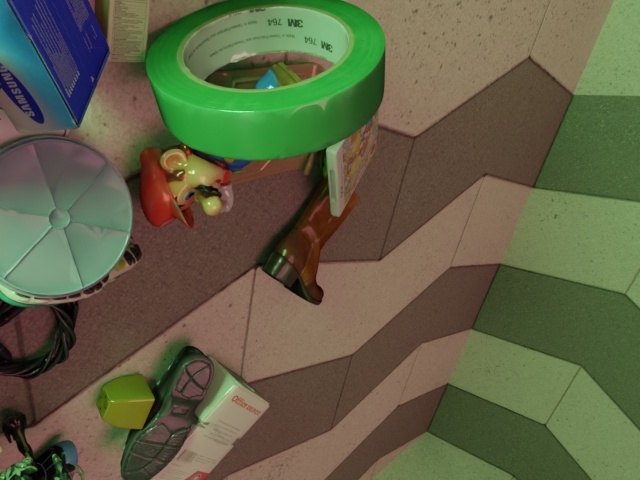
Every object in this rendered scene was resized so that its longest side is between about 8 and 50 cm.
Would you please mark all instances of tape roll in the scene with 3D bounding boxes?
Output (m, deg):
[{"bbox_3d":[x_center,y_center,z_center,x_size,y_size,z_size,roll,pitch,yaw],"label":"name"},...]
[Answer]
[{"bbox_3d":[-0.071,-0.239,0.776,0.321,0.321,0.077,-37,143,-26],"label":"tape roll"}]

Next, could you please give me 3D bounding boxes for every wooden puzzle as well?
[{"bbox_3d":[-0.109,-0.212,1.023,0.239,0.044,0.221,-17,133,-38],"label":"wooden puzzle"}]

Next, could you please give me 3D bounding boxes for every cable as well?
[{"bbox_3d":[-0.467,0.154,0.890,0.150,0.047,0.184,-5,124,-50],"label":"cable"}]

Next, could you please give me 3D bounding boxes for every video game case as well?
[{"bbox_3d":[0.073,-0.196,1.189,0.206,0.026,0.227,84,29,-56],"label":"video game case"}]

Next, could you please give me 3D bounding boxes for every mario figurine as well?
[{"bbox_3d":[-0.140,-0.123,0.894,0.320,0.170,0.198,-40,134,-3],"label":"mario figurine"}]

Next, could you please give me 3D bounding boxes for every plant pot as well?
[{"bbox_3d":[-0.394,0.323,1.115,0.083,0.081,0.081,11,111,-43],"label":"plant pot"}]

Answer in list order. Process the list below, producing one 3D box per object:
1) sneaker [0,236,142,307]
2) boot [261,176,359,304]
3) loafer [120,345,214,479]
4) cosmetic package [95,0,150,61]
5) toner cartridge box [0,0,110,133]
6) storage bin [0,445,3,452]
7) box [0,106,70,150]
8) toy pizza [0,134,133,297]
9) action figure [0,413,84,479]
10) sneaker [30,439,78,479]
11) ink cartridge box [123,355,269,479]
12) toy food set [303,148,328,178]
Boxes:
[{"bbox_3d":[-0.362,0.053,0.814,0.110,0.107,0.275,-40,177,13],"label":"sneaker"},{"bbox_3d":[0.000,0.000,1.345,0.280,0.096,0.264,-57,141,-9],"label":"boot"},{"bbox_3d":[-0.328,0.366,1.194,0.109,0.095,0.302,31,88,-32],"label":"loafer"},{"bbox_3d":[-0.262,-0.298,0.738,0.060,0.041,0.115,-14,130,-45],"label":"cosmetic package"},{"bbox_3d":[-0.324,-0.293,0.545,0.075,0.165,0.348,-5,139,5],"label":"toner cartridge box"},{"bbox_3d":[-0.603,0.237,0.722,0.262,0.123,0.260,-27,139,-35],"label":"storage bin"},{"bbox_3d":[-0.450,-0.053,0.680,0.169,0.087,0.290,14,108,-57],"label":"box"},{"bbox_3d":[-0.331,-0.029,0.697,0.201,0.032,0.201,-8,101,-45],"label":"toy pizza"},{"bbox_3d":[-0.470,0.411,0.910,0.164,0.276,0.141,-33,141,-30],"label":"action figure"},{"bbox_3d":[-0.554,0.478,1.048,0.232,0.081,0.090,-54,155,2],"label":"sneaker"},{"bbox_3d":[-0.283,0.439,1.327,0.283,0.117,0.207,-47,147,-10],"label":"ink cartridge box"},{"bbox_3d":[0.040,-0.193,1.184,0.192,0.038,0.132,-25,140,-61],"label":"toy food set"}]
